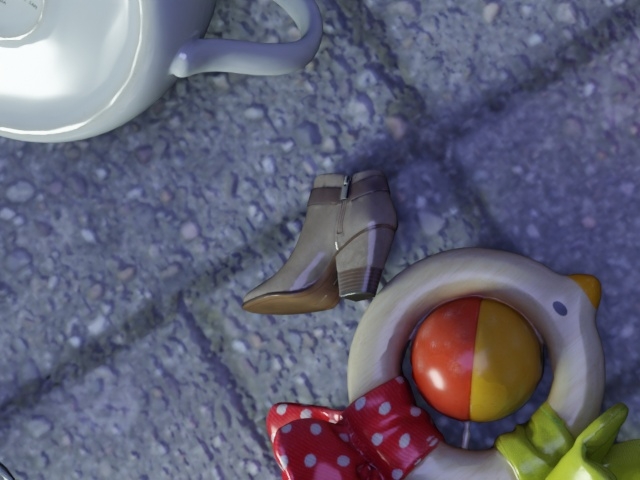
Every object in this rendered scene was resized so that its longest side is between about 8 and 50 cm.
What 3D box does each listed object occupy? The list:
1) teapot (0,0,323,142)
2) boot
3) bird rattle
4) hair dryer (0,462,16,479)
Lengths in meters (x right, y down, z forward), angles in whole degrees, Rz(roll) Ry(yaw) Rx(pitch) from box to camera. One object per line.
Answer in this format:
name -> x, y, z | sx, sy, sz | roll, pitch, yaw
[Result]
teapot -> -0.159, -0.196, 1.033 | 0.252, 0.187, 0.256 | -10, 115, 28
boot -> 0.000, 0.000, 1.070 | 0.118, 0.042, 0.087 | -9, 70, 32
bird rattle -> 0.090, 0.108, 1.038 | 0.253, 0.143, 0.207 | 4, 79, 23
hair dryer -> -0.355, 0.191, 1.086 | 0.293, 0.080, 0.223 | -44, 59, 10
